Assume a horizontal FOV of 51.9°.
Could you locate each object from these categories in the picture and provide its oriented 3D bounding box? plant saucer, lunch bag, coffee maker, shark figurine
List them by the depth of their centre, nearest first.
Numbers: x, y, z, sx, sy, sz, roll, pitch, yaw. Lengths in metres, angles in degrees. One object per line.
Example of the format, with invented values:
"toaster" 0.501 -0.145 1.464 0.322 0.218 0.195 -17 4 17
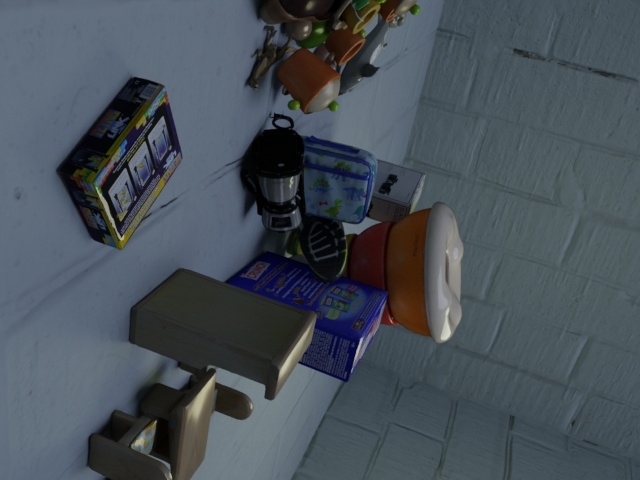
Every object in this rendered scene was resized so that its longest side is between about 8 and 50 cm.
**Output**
"coffee maker" -0.076 -0.132 1.350 0.178 0.120 0.171 92 19 -53
"lunch bag" 0.014 -0.141 1.502 0.090 0.219 0.176 -64 168 -58
"plant saucer" -0.001 -0.377 1.549 0.168 0.029 0.168 19 90 -77
"shark figurine" 0.112 -0.518 1.698 0.278 0.116 0.166 -63 -160 -7

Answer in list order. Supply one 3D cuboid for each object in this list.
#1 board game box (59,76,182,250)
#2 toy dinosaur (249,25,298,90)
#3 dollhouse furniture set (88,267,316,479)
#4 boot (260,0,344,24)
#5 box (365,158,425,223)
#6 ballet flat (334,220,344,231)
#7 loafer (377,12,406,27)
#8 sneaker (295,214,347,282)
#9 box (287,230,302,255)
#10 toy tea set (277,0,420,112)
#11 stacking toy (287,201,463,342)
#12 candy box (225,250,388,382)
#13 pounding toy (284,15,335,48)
"board game box" -0.244 -0.097 0.832 0.141 0.048 0.170 93 18 -56
"toy dinosaur" -0.085 -0.345 1.209 0.183 0.053 0.092 -51 172 -41
"dollhouse furniture set" -0.184 0.284 1.143 0.362 0.256 0.394 -49 154 -60
"boot" 0.032 -0.445 1.122 0.248 0.207 0.090 -39 107 -38
"box" 0.126 -0.150 1.813 0.169 0.290 0.087 -61 163 -46
"ballet flat" 0.027 -0.005 2.056 0.084 0.058 0.250 64 22 -18
"loafer" 0.185 -0.709 1.744 0.319 0.112 0.111 83 5 -63
"sneaker" 0.000 0.000 1.581 0.300 0.111 0.121 -109 -178 -48
"box" -0.032 0.007 1.852 0.179 0.043 0.105 28 80 -64
"toy tea set" 0.062 -0.354 1.236 0.336 0.124 0.200 -44 179 13
"stacking toy" 0.114 0.078 1.696 0.350 0.480 0.351 0 90 -71
"candy box" -0.037 0.156 1.465 0.268 0.317 0.122 -42 149 -65
"pounding toy" 0.023 -0.471 1.325 0.237 0.110 0.183 -35 141 -71
